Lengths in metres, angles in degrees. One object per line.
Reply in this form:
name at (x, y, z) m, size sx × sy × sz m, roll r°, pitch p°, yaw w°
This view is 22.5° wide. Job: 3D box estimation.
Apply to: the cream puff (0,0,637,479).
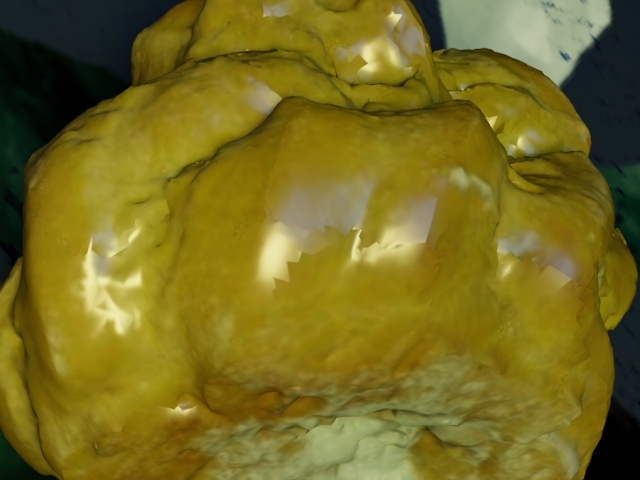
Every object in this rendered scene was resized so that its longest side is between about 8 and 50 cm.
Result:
cream puff at (0.003, -0.003, 0.525) m, size 0.221 × 0.194 × 0.195 m, roll 11°, pitch 67°, yaw -31°
